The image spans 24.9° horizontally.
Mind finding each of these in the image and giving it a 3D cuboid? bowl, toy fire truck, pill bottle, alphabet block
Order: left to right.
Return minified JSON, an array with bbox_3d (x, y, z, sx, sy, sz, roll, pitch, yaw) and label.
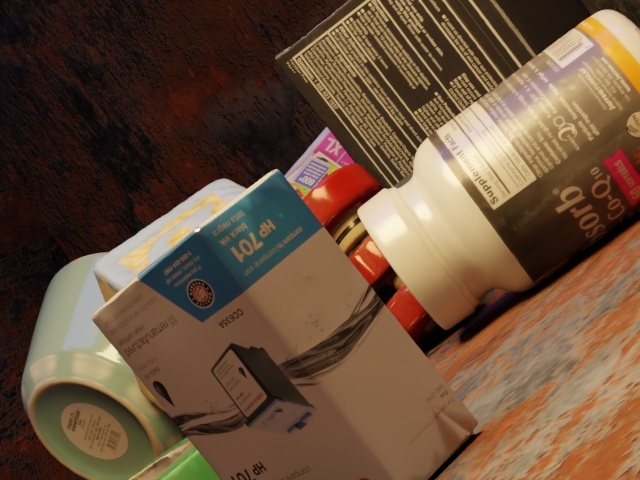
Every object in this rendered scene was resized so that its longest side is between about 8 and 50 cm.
[{"bbox_3d":[-0.238,0.185,1.774,0.311,0.311,0.163,-36,15,40],"label":"bowl"},{"bbox_3d":[-0.098,0.082,1.573,0.193,0.197,0.192,-35,40,-24],"label":"alphabet block"},{"bbox_3d":[0.006,0.086,1.429,0.302,0.169,0.254,-36,-19,-24],"label":"toy fire truck"},{"bbox_3d":[0.181,-0.056,1.239,0.278,0.162,0.162,-37,0,6],"label":"pill bottle"}]

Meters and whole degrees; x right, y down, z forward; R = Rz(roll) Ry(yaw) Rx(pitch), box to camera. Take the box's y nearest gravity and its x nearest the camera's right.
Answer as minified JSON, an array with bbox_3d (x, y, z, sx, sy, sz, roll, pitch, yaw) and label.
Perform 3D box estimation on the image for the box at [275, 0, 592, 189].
[{"bbox_3d":[0.164,-0.206,1.742,0.294,0.296,0.183,-32,9,41],"label":"box"}]

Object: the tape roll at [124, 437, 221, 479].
[{"bbox_3d":[-0.172,0.255,1.123,0.321,0.077,0.321,-37,0,0],"label":"tape roll"}]

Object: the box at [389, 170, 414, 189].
[{"bbox_3d":[0.132,-0.011,1.682,0.183,0.059,0.233,5,-30,-38],"label":"box"}]

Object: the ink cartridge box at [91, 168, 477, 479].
[{"bbox_3d":[-0.023,0.075,0.854,0.082,0.190,0.140,-38,1,-42],"label":"ink cartridge box"}]

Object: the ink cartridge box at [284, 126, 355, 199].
[{"bbox_3d":[0.000,0.000,1.889,0.311,0.186,0.065,-52,-27,-23],"label":"ink cartridge box"}]
